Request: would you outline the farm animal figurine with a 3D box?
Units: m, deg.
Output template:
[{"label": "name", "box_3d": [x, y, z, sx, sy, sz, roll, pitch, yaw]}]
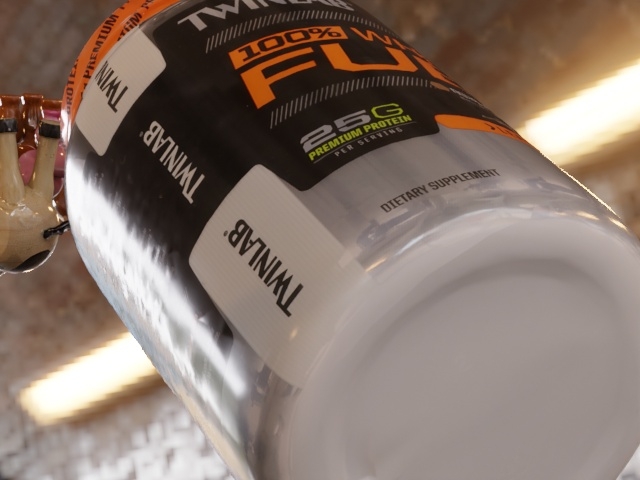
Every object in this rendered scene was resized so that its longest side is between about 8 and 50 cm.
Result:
[{"label": "farm animal figurine", "box_3d": [-0.312, -0.029, 1.512, 0.326, 0.172, 0.330, 5, 7, 0]}]

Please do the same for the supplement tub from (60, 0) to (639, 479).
[{"label": "supplement tub", "box_3d": [0.000, 0.000, 0.929, 0.207, 0.338, 0.207, -14, -57, -22]}]
